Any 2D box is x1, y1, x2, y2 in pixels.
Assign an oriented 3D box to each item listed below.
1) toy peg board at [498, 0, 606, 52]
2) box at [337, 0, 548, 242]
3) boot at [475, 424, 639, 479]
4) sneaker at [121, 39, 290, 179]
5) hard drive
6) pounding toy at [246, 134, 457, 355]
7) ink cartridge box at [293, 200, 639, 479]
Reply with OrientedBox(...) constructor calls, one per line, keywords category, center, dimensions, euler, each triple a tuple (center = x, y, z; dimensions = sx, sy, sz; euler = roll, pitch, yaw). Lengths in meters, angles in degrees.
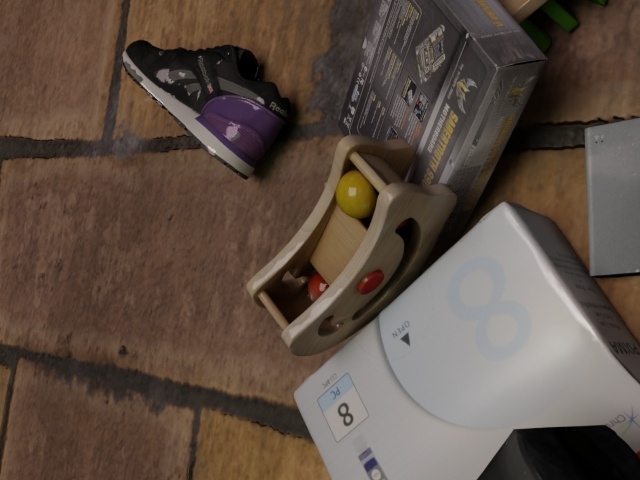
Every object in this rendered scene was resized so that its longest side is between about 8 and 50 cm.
OrientedBox(category="toy peg board", center=(0.213, -0.269, 0.857), dimensions=(0.161, 0.079, 0.161), euler=(-38, 44, 30))
OrientedBox(category="box", center=(0.103, -0.138, 0.863), dimensions=(0.183, 0.056, 0.231), euler=(59, 149, 32))
OrientedBox(category="boot", center=(0.163, 0.406, 0.667), dimensions=(0.367, 0.146, 0.445), euler=(52, 125, 31))
OrientedBox(category="sneaker", center=(-0.137, -0.197, 1.145), dimensions=(0.124, 0.107, 0.283), euler=(-50, 56, 5))
OrientedBox(category="hard drive", center=(0.277, -0.037, 0.781), dimensions=(0.094, 0.022, 0.135), euler=(-7, 78, 40))
OrientedBox(category="pounding toy", center=(0.000, 0.000, 0.869), dimensions=(0.155, 0.154, 0.270), euler=(51, 141, 27))
OrientedBox(category="ink cartridge box", center=(0.165, 0.209, 0.793), dimensions=(0.308, 0.091, 0.385), euler=(-45, 55, 27))
